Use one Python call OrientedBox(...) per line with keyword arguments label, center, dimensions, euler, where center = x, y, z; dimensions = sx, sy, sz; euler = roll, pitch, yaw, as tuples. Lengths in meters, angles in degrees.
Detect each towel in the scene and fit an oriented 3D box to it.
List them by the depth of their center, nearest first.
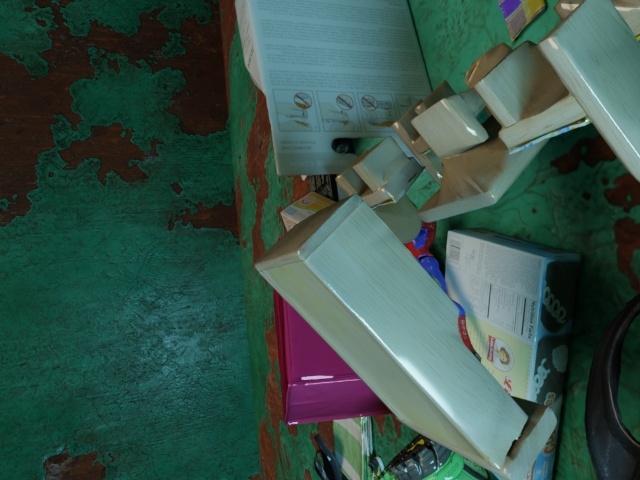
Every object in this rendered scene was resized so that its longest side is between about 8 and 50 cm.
OrientedBox(label="towel", center=(0.259, -0.312, 0.555), dimensions=(0.060, 0.010, 0.083), euler=(138, 125, -66))
OrientedBox(label="towel", center=(0.075, 0.488, 1.157), dimensions=(0.248, 0.038, 0.324), euler=(171, 95, -70))

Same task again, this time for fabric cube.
OrientedBox(label="fabric cube", center=(0.049, 0.160, 0.771), dimensions=(0.259, 0.254, 0.258), euler=(100, 165, -54))

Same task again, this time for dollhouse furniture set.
OrientedBox(label="dollhouse furniture set", center=(0.172, -0.021, 0.452), dimensions=(0.256, 0.394, 0.362), euler=(48, 160, -9))

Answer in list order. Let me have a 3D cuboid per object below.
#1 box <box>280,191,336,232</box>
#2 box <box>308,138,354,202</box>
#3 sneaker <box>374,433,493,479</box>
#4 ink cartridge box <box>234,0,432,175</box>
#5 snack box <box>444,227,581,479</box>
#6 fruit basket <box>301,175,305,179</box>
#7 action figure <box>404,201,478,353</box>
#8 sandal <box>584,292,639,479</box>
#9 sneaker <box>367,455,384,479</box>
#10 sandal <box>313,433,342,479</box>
OrientedBox(label="box", center=(0.000, 0.000, 1.038), dimensions=(0.114, 0.103, 0.203), euler=(31, 148, 44))
OrientedBox(label="box", center=(0.029, -0.154, 1.100), dimensions=(0.147, 0.078, 0.180), euler=(153, 111, -67))
OrientedBox(label="sneaker", center=(0.180, 0.397, 0.678), dimensions=(0.146, 0.134, 0.343), euler=(47, 164, 23))
OrientedBox(label="ink cartridge box", center=(0.034, -0.279, 0.740), dimensions=(0.091, 0.309, 0.384), euler=(140, 122, -65))
OrientedBox(label="snack box", center=(0.247, 0.155, 0.600), dimensions=(0.187, 0.060, 0.321), euler=(-148, 57, -68))
OrientedBox(label="fruit basket", center=(-0.005, -0.379, 1.024), dimensions=(0.327, 0.166, 0.352), euler=(-54, 48, 46))
OrientedBox(label="action figure", center=(0.128, 0.052, 0.645), dimensions=(0.091, 0.139, 0.280), euler=(104, 164, -55))
OrientedBox(label="sandal", center=(0.282, 0.159, 0.351), dimensions=(0.107, 0.168, 0.445), euler=(-149, 57, -61))
OrientedBox(label="sneaker", center=(0.137, 0.556, 1.004), dimensions=(0.083, 0.035, 0.031), euler=(-116, 29, -46))
OrientedBox(label="sandal", center=(0.024, 0.682, 1.224), dimensions=(0.097, 0.055, 0.254), euler=(9, 115, 68))
